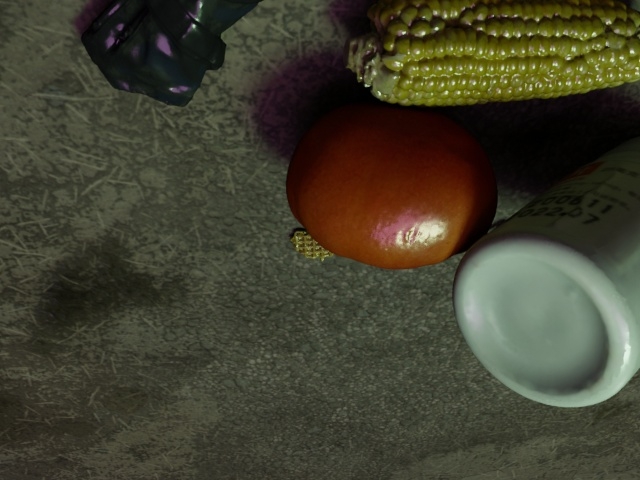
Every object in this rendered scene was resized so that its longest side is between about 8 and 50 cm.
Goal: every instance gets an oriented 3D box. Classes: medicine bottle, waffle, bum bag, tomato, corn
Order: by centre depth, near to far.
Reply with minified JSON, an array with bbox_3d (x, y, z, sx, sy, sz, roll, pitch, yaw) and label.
[{"bbox_3d":[-0.127,-0.262,0.715,0.137,0.074,0.310,37,123,-22],"label":"bum bag"},{"bbox_3d":[0.199,-0.215,0.752,0.347,0.130,0.130,-4,136,-4],"label":"corn"},{"bbox_3d":[0.339,0.016,0.810,0.371,0.211,0.211,-30,152,-39],"label":"medicine bottle"},{"bbox_3d":[0.086,-0.074,0.824,0.260,0.260,0.180,7,105,-11],"label":"tomato"},{"bbox_3d":[0.002,0.001,1.037,0.085,0.016,0.078,-25,136,21],"label":"waffle"}]
